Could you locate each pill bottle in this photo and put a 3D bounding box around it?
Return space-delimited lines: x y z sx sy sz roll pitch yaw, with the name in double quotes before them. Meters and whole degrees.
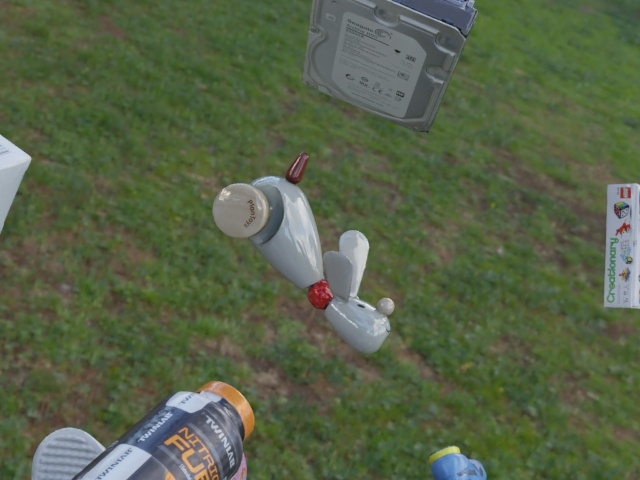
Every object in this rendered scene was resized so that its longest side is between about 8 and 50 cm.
"pill bottle" -0.179 0.266 1.247 0.130 0.130 0.245 28 38 17

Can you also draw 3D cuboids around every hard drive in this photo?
"hard drive" 0.096 -0.297 1.618 0.237 0.064 0.339 24 -21 3

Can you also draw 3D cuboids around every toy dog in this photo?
"toy dog" 0.000 0.000 1.584 0.333 0.161 0.220 41 14 -16

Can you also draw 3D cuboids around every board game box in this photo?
"board game box" 0.553 0.018 1.729 0.053 0.193 0.305 0 -4 38

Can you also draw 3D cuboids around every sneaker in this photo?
"sneaker" 0.236 0.403 1.736 0.209 0.069 0.082 45 18 -59
"sneaker" -0.297 0.414 1.435 0.126 0.127 0.321 -25 75 -11

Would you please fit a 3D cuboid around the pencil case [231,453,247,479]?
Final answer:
"pencil case" -0.196 0.345 1.560 0.124 0.124 0.284 28 -7 15

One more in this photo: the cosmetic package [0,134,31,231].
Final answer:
"cosmetic package" -0.599 -0.088 1.398 0.377 0.284 0.097 34 27 10
